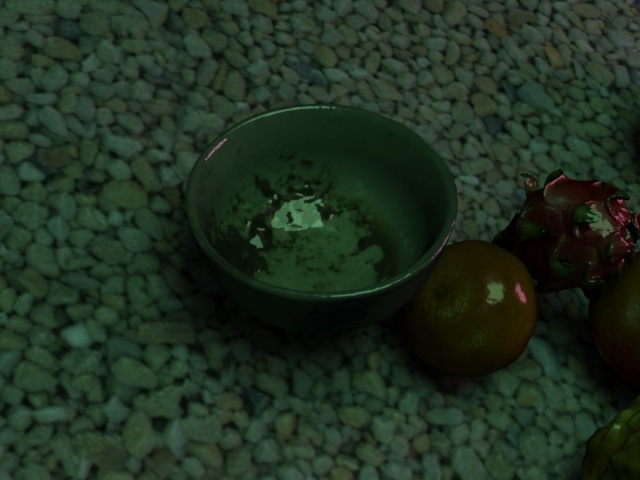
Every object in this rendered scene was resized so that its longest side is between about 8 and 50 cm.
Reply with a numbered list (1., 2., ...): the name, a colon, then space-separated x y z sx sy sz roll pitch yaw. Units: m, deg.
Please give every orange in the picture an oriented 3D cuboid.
1. orange: 0.165 0.076 1.709 0.134 0.154 0.155 24 39 -51

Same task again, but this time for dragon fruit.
1. dragon fruit: 0.260 -0.007 1.764 0.135 0.236 0.137 32 74 -28

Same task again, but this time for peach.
1. peach: 0.407 0.102 1.760 0.197 0.197 0.197 11 52 -14

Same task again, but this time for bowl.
1. bowl: 0.000 0.000 1.681 0.289 0.146 0.289 1 47 -1

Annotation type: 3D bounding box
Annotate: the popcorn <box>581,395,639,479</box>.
1. popcorn: 0.388 0.264 1.605 0.249 0.225 0.249 13 58 -21
